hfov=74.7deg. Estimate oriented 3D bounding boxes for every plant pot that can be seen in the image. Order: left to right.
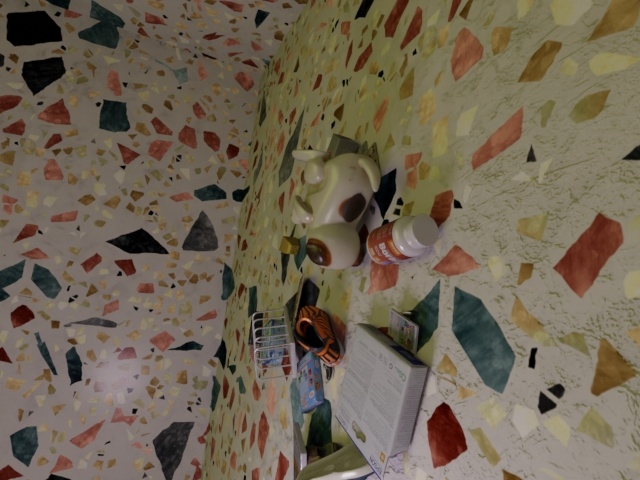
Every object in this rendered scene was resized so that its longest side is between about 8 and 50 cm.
[{"bbox_3d":[-0.150,0.033,2.143,0.083,0.082,0.081,38,116,51],"label":"plant pot"}]

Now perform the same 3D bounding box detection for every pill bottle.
[{"bbox_3d":[0.236,-0.004,1.219,0.216,0.121,0.121,152,125,-62],"label":"pill bottle"}]

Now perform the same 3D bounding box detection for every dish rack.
[{"bbox_3d":[-0.348,0.532,2.281,0.208,0.074,0.271,-89,6,-45],"label":"dish rack"}]

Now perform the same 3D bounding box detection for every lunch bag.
[{"bbox_3d":[-0.242,0.521,2.125,0.176,0.090,0.218,133,142,-58],"label":"lunch bag"}]

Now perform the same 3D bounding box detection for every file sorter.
[{"bbox_3d":[-0.212,0.456,1.874,0.277,0.173,0.192,-114,20,-63],"label":"file sorter"}]

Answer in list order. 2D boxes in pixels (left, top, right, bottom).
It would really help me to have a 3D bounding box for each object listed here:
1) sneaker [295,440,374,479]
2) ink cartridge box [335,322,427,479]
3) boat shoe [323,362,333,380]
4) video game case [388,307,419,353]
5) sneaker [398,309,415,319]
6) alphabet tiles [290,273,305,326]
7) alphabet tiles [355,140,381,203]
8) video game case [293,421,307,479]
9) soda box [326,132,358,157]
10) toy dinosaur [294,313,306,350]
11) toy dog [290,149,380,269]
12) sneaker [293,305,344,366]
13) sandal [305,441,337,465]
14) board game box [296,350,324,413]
[{"bbox_3d":[0.079,0.739,1.287,0.350,0.148,0.131,-38,1,32],"label":"sneaker"},{"bbox_3d":[0.167,0.456,1.245,0.324,0.072,0.329,-154,74,-66],"label":"ink cartridge box"},{"bbox_3d":[0.027,0.468,1.594,0.046,0.038,0.125,150,127,-60],"label":"boat shoe"},{"bbox_3d":[0.236,0.258,1.201,0.122,0.011,0.087,32,124,58],"label":"video game case"},{"bbox_3d":[0.249,0.223,1.216,0.083,0.031,0.035,141,121,-62],"label":"sneaker"},{"bbox_3d":[-0.107,0.278,1.916,0.198,0.009,0.237,122,160,-75],"label":"alphabet tiles"},{"bbox_3d":[0.138,-0.222,1.678,0.342,0.011,0.284,133,141,-51],"label":"alphabet tiles"},{"bbox_3d":[-0.077,0.862,1.558,0.204,0.025,0.284,-150,60,-77],"label":"video game case"},{"bbox_3d":[0.057,-0.294,1.765,0.098,0.091,0.286,-121,47,-59],"label":"soda box"},{"bbox_3d":[-0.079,0.408,1.796,0.268,0.064,0.118,-120,17,-75],"label":"toy dinosaur"},{"bbox_3d":[0.068,-0.096,1.504,0.396,0.285,0.407,12,96,44],"label":"toy dog"},{"bbox_3d":[-0.031,0.319,1.584,0.124,0.180,0.321,-44,35,0],"label":"sneaker"},{"bbox_3d":[-0.015,0.788,1.491,0.303,0.086,0.120,136,139,-53],"label":"sandal"},{"bbox_3d":[-0.045,0.575,1.712,0.160,0.039,0.211,125,148,-44],"label":"board game box"}]
